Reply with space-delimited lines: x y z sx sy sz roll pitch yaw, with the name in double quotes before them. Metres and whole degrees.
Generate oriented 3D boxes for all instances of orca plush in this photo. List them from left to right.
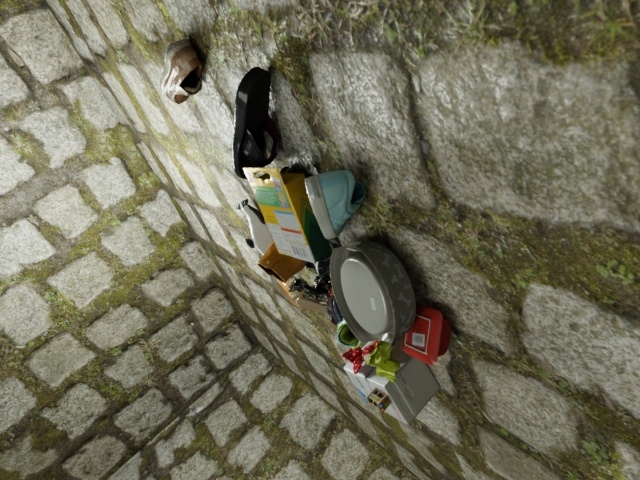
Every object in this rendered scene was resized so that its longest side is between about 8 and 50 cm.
"orca plush" -0.276 -0.046 1.940 0.287 0.151 0.102 47 -172 2

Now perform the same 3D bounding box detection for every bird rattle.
"bird rattle" 0.217 0.417 1.583 0.143 0.206 0.253 58 155 -2

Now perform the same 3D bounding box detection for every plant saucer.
"plant saucer" -0.155 0.273 2.217 0.200 0.037 0.200 51 169 15

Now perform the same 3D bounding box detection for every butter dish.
"butter dish" 0.336 0.278 1.297 0.160 0.118 0.160 8 90 63

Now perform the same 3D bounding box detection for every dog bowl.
"dog bowl" 0.159 0.160 1.332 0.349 0.102 0.349 45 145 45

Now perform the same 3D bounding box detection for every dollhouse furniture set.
"dollhouse furniture set" -0.074 0.230 2.069 0.144 0.123 0.151 57 -169 -13

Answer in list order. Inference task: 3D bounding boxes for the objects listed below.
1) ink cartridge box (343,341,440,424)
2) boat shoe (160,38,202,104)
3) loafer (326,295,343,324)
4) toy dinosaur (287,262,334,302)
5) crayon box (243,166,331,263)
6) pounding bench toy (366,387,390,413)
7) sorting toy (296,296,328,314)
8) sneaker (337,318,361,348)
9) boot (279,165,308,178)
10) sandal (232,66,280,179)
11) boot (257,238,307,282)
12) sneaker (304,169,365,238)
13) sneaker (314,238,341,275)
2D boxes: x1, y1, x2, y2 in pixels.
"ink cartridge box" 0.270 0.530 1.666 0.198 0.197 0.270 59 155 -17
"boat shoe" -0.486 -0.566 1.531 0.116 0.123 0.324 50 159 -3
"loafer" 0.068 0.293 1.688 0.095 0.109 0.302 -5 155 19
"toy dinosaur" 0.015 0.180 1.739 0.218 0.164 0.322 35 141 -8
"crayon box" -0.103 -0.097 1.358 0.203 0.083 0.323 12 131 50
"pounding bench toy" 0.212 0.579 1.530 0.065 0.052 0.083 19 140 48
"sorting toy" -0.012 0.287 1.900 0.192 0.038 0.208 17 166 0
"sneaker" 0.135 0.324 1.597 0.127 0.208 0.319 40 155 19
"boot" -0.068 -0.139 1.454 0.137 0.077 0.198 28 147 33
"sandal" -0.190 -0.315 1.322 0.106 0.168 0.446 29 154 5
"boot" -0.176 0.023 1.714 0.295 0.211 0.104 39 154 26
"sneaker" 0.060 -0.095 1.224 0.366 0.149 0.135 52 -156 -78
"sneaker" 0.000 0.000 1.531 0.122 0.110 0.283 44 152 46
